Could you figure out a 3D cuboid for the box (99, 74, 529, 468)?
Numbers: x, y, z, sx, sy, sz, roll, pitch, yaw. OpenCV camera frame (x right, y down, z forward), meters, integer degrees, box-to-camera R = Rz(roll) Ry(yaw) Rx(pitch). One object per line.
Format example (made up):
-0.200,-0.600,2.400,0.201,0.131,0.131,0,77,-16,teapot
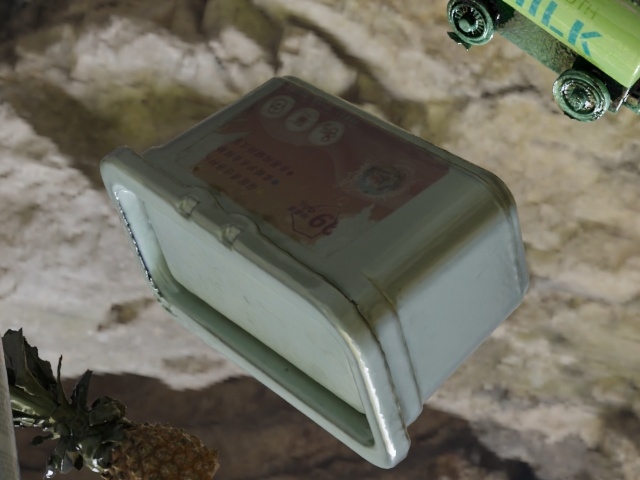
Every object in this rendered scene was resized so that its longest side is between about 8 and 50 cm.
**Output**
0.000,0.000,0.979,0.312,0.182,0.175,31,-31,41,box

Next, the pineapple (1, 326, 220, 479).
-0.242,0.198,1.374,0.130,0.277,0.119,-59,-178,20,pineapple

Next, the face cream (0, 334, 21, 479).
-0.267,0.147,1.005,0.084,0.057,0.198,77,-4,-59,face cream

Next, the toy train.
0.231,-0.230,1.262,0.105,0.253,0.157,-43,164,-31,toy train
